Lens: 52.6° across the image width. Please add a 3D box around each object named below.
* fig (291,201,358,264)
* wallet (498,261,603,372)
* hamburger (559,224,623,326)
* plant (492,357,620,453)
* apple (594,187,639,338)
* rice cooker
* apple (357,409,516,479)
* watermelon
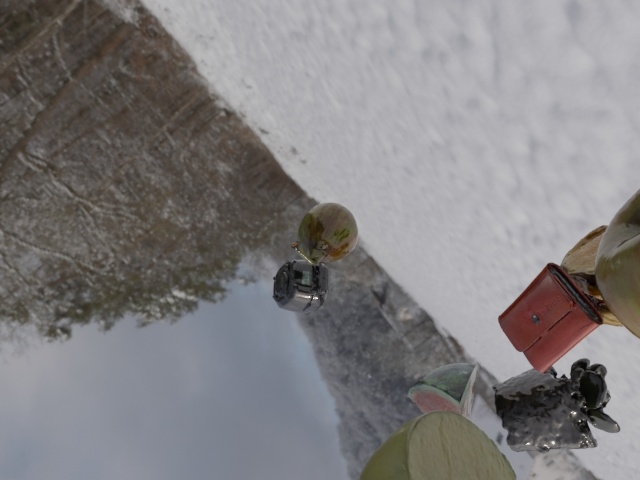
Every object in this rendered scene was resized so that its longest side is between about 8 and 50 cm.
[{"bbox_3d":[0.015,-0.003,1.495,0.147,0.142,0.186,86,-173,-45],"label":"fig"},{"bbox_3d":[0.431,0.152,1.239,0.142,0.045,0.204,57,149,24],"label":"wallet"},{"bbox_3d":[0.607,0.064,1.285,0.163,0.244,0.244,61,178,-12],"label":"hamburger"},{"bbox_3d":[0.564,0.394,1.558,0.198,0.276,0.188,67,-159,-6],"label":"plant"},{"bbox_3d":[0.517,0.036,0.859,0.264,0.264,0.264,54,179,1],"label":"apple"},{"bbox_3d":[-0.052,0.119,1.722,0.203,0.118,0.142,141,133,-57],"label":"rice cooker"},{"bbox_3d":[0.171,0.390,0.822,0.258,0.233,0.295,39,-172,-44],"label":"apple"},{"bbox_3d":[0.283,0.387,1.545,0.136,0.207,0.202,25,-126,-39],"label":"watermelon"}]
